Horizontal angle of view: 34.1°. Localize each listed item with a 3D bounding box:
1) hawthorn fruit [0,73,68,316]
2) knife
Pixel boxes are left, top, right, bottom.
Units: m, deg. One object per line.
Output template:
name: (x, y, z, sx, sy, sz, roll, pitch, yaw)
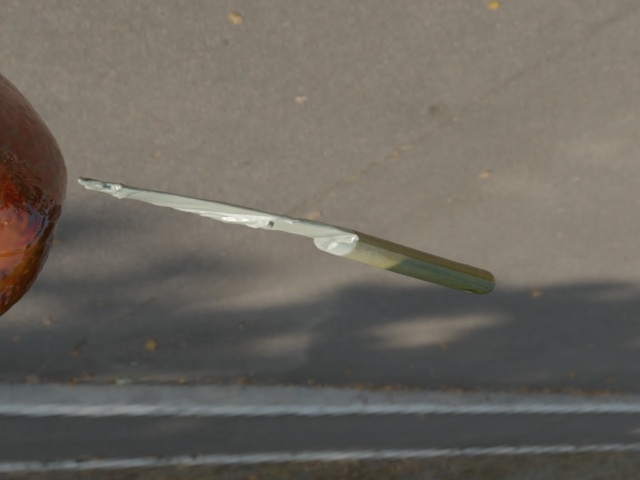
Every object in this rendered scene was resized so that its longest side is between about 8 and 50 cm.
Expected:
hawthorn fruit: (-0.302, -0.061, 0.807, 0.210, 0.262, 0.211, -5, 131, -6)
knife: (0.001, -0.003, 0.558, 0.297, 0.017, 0.047, 16, 176, -39)
